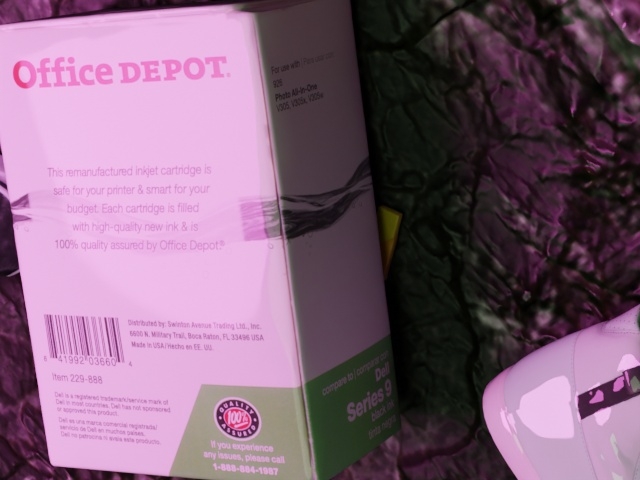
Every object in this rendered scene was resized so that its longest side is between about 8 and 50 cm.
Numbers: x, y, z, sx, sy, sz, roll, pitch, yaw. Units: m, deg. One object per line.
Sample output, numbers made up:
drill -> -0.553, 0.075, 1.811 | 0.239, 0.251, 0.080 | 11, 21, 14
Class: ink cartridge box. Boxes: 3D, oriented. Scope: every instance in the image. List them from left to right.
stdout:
ink cartridge box -> -0.077, -0.005, 1.094 | 0.211, 0.121, 0.289 | 1, 104, 32

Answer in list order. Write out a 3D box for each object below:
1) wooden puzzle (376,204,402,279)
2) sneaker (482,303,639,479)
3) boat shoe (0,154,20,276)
wooden puzzle -> 0.000, 0.000, 1.132 | 0.116, 0.014, 0.078 | 14, 112, 27
sneaker -> 0.215, 0.158, 1.006 | 0.151, 0.094, 0.256 | -39, 84, 42
boat shoe -> -0.354, -0.025, 1.273 | 0.335, 0.119, 0.121 | 4, 111, 30
